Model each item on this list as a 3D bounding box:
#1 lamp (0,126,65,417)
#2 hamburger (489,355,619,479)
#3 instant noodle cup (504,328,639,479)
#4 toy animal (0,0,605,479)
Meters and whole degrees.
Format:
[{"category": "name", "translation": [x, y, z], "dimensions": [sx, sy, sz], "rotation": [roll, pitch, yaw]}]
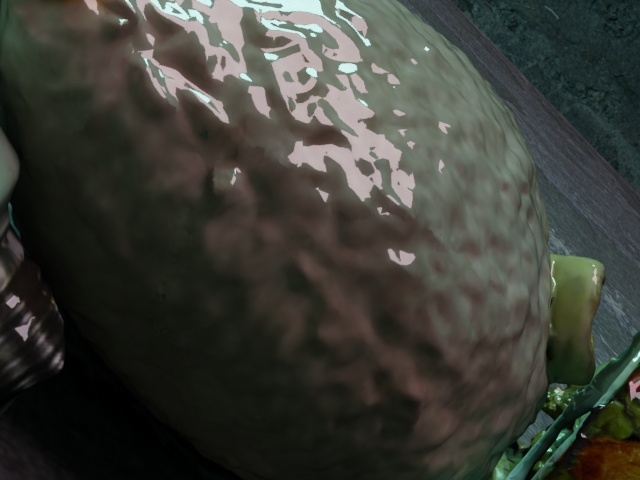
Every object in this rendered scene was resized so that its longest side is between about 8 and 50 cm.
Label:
[{"category": "lamp", "translation": [-0.161, -0.087, 0.334], "dimensions": [0.314, 0.182, 0.182], "rotation": [44, 17, -14]}, {"category": "hamburger", "translation": [0.185, 0.158, 0.730], "dimensions": [0.185, 0.131, 0.159], "rotation": [50, 20, -6]}, {"category": "instant noodle cup", "translation": [0.155, 0.154, 0.512], "dimensions": [0.190, 0.251, 0.251], "rotation": [41, 16, 11]}, {"category": "toy animal", "translation": [-0.003, -0.002, 0.512], "dimensions": [0.226, 0.188, 0.358], "rotation": [54, 10, 30]}]
